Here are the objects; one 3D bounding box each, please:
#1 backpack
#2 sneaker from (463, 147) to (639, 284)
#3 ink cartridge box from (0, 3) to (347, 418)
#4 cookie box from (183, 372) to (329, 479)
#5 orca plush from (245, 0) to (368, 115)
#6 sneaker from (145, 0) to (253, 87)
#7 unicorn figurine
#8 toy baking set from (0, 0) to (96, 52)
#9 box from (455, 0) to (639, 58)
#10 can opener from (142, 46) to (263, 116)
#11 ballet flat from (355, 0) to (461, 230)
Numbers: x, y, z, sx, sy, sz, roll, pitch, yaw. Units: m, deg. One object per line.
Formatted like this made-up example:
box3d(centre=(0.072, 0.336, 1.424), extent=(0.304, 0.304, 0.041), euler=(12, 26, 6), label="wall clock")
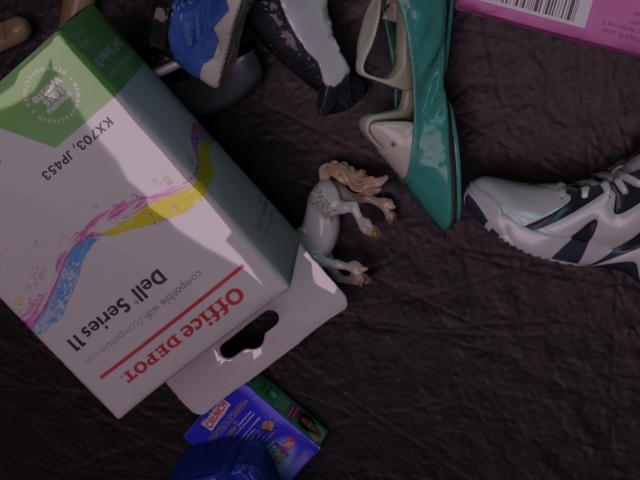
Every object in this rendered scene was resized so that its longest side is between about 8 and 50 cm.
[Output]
box3d(centre=(-0.079, 0.256, 1.301), extent=(0.101, 0.098, 0.120), euler=(-17, 104, 18), label="backpack")
box3d(centre=(0.252, -0.050, 1.188), extent=(0.235, 0.094, 0.153), euler=(21, 107, 6), label="sneaker")
box3d(centre=(-0.161, 0.003, 1.198), extent=(0.207, 0.119, 0.353), euler=(-38, 103, 16), label="ink cartridge box")
box3d(centre=(-0.062, 0.187, 1.349), extent=(0.107, 0.040, 0.092), euler=(41, 111, -2), label="cookie box")
box3d(centre=(-0.041, -0.248, 1.221), extent=(0.151, 0.102, 0.287), euler=(-40, 108, -25), label="orca plush")
box3d(centre=(-0.100, -0.197, 1.136), extent=(0.084, 0.058, 0.152), euler=(28, 144, 3), label="sneaker")
box3d(centre=(0.000, 0.000, 1.281), extent=(0.111, 0.060, 0.162), euler=(25, 95, 15), label="unicorn figurine")
box3d(centre=(-0.307, -0.202, 1.306), extent=(0.196, 0.030, 0.256), euler=(14, 108, 11), label="toy baking set")
box3d(centre=(0.230, -0.216, 1.067), extent=(0.213, 0.243, 0.117), euler=(16, 108, 7), label="box")
box3d(centre=(-0.190, -0.117, 1.262), extent=(0.283, 0.076, 0.095), euler=(-25, 112, 11), label="can opener")
box3d(centre=(0.073, -0.130, 1.206), extent=(0.087, 0.083, 0.247), euler=(-5, 100, -11), label="ballet flat")
